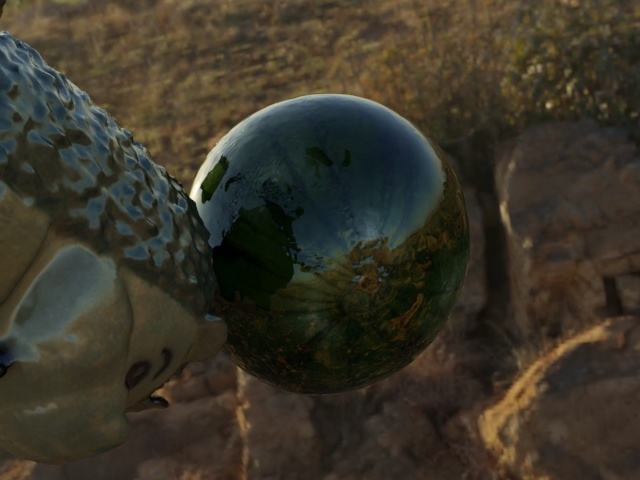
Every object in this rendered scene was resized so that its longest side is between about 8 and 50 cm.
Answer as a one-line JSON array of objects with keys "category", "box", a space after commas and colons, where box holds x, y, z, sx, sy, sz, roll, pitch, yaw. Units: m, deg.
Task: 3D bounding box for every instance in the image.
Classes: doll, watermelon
[{"category": "doll", "box": [-0.210, 0.002, 0.592, 0.349, 0.247, 0.247, 26, -10, -41]}, {"category": "watermelon", "box": [0.002, 0.002, 0.835, 0.242, 0.242, 0.242, -13, 21, 5]}]

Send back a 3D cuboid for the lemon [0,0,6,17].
[{"category": "lemon", "box": [-0.403, -0.221, 0.972, 0.193, 0.180, 0.180, 27, 22, -7]}]
